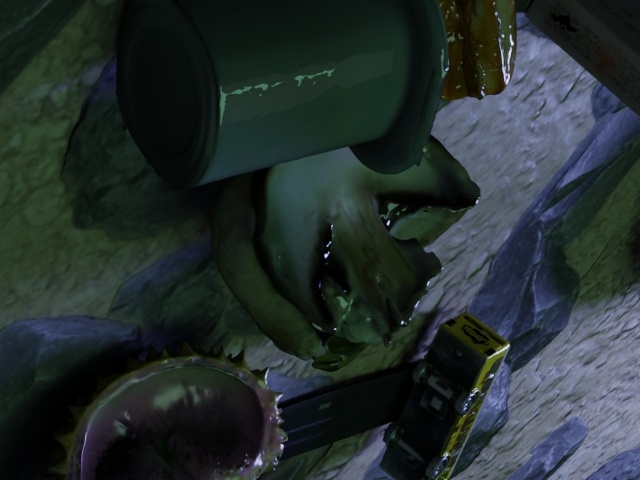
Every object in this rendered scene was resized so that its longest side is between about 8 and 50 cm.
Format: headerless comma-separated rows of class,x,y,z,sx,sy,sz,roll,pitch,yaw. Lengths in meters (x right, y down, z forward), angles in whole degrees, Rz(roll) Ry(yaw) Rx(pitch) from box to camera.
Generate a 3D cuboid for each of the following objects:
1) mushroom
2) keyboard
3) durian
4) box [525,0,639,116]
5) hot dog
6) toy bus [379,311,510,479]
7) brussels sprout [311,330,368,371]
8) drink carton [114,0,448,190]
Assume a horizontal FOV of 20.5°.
mushroom,-0.007,-0.004,1.511,0.164,0.189,0.267,-33,-164,45
keyboard,-0.008,0.205,1.929,0.381,0.041,0.103,-20,142,-48
durian,-0.161,0.182,1.607,0.260,0.154,0.186,-14,118,-39
box,0.380,-0.177,1.743,0.365,0.204,0.051,-5,133,-49
hot dog,0.116,-0.202,1.509,0.102,0.076,0.249,-5,146,6
toy bus,0.136,0.188,2.009,0.074,0.081,0.226,-29,146,-47
brussels sprout,0.024,0.057,1.715,0.139,0.100,0.181,-51,146,-31
drink carton,-0.033,-0.134,1.305,0.189,0.191,0.185,-13,141,-34
